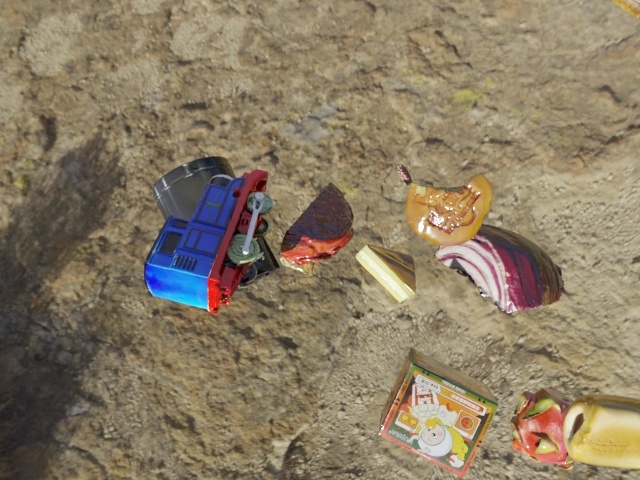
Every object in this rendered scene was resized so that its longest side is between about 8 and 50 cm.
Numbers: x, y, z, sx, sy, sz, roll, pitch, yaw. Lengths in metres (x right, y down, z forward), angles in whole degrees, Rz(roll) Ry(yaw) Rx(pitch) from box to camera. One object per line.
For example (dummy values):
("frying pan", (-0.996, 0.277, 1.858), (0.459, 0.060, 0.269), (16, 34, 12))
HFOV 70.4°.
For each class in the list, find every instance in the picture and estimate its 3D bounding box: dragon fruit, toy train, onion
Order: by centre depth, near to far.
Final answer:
("toy train", (-0.139, -0.010, 0.612), (0.131, 0.083, 0.204), (14, 50, -2))
("onion", (0.468, 0.033, 1.148), (0.280, 0.146, 0.314), (-13, 30, -29))
("dragon fruit", (0.000, 0.000, 1.312), (0.152, 0.205, 0.317), (31, 40, 4))
("dragon fruit", (0.682, 0.561, 1.365), (0.224, 0.224, 0.227), (29, 89, 23))

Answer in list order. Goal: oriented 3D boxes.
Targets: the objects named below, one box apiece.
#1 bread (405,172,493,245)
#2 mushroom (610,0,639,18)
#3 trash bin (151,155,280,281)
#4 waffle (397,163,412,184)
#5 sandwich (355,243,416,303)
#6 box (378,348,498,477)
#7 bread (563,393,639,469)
("bread", (0.239, -0.054, 0.846), (0.156, 0.086, 0.125), (-6, 95, 15))
("mushroom", (0.375, -0.304, 0.500), (0.123, 0.123, 0.052), (34, 77, 24))
("trash bin", (-0.249, -0.022, 1.096), (0.203, 0.252, 0.302), (-24, 84, -29))
("waffle", (0.319, -0.252, 1.724), (0.029, 0.083, 0.075), (-29, 38, 26))
("sandwich", (0.215, 0.114, 1.523), (0.187, 0.117, 0.144), (14, 61, -14))
("box", (0.252, 0.372, 0.997), (0.194, 0.148, 0.178), (25, 95, 10))
("bread", (0.605, 0.356, 0.844), (0.305, 0.091, 0.142), (9, 99, -5))
